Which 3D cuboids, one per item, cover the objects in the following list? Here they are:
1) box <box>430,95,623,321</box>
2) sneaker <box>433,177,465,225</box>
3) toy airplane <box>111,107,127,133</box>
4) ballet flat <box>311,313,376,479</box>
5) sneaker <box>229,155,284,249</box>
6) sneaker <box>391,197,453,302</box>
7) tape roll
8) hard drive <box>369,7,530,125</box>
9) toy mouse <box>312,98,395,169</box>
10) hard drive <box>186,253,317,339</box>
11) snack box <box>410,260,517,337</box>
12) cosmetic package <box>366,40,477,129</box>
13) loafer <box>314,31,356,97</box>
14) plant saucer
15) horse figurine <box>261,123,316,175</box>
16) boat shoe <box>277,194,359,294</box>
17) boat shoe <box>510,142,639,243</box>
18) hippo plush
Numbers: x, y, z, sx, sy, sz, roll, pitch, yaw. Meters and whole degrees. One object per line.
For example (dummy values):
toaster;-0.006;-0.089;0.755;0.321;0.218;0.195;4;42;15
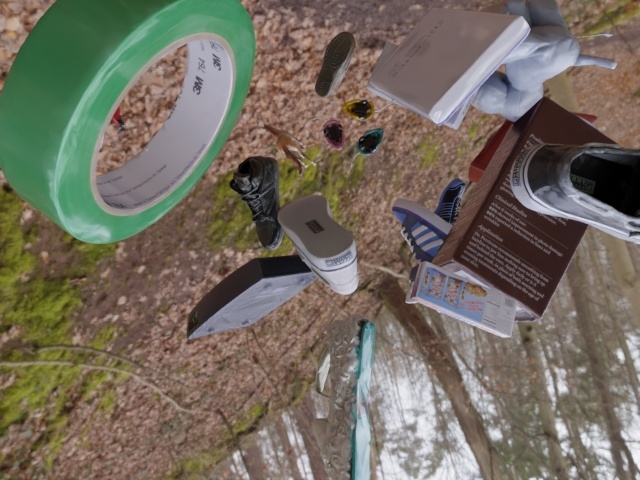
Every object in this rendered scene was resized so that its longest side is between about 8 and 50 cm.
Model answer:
box;0.389;-0.058;0.900;0.381;0.191;0.143;-56;179;-12
sneaker;0.431;-0.090;1.574;0.081;0.232;0.090;14;-162;-47
toy airplane;-0.362;-0.245;0.777;0.028;0.151;0.151;-35;-170;-34
ballet flat;0.049;0.369;1.055;0.146;0.409;0.147;5;158;2
sneaker;-0.152;-0.089;1.113;0.087;0.228;0.130;-4;180;35
sneaker;0.269;0.049;1.294;0.236;0.322;0.130;-54;148;2
tape roll;-0.200;-0.147;0.550;0.321;0.077;0.321;-55;174;-9
hard drive;0.227;-0.352;0.921;0.210;0.040;0.319;-47;-151;12
toy mouse;0.063;-0.201;0.916;0.160;0.143;0.031;2;171;5
hard drive;-0.127;0.101;0.866;0.172;0.054;0.254;-4;153;-48
snack box;0.233;0.096;0.760;0.178;0.064;0.022;23;162;-11
cosmetic package;0.238;-0.359;1.102;0.117;0.231;0.085;-64;163;14
loafer;0.034;-0.385;1.037;0.148;0.056;0.050;-57;169;33
plant saucer;0.512;-0.240;1.205;0.258;0.047;0.259;-52;-156;9
horse figurine;-0.108;-0.329;1.663;0.066;0.174;0.263;-48;-148;19
boat shoe;0.000;0.000;0.796;0.096;0.088;0.267;-24;-151;-12
boat shoe;0.384;-0.060;0.558;0.306;0.113;0.105;14;180;-16
hippo plush;0.481;-0.416;1.126;0.294;0.234;0.237;14;147;6
